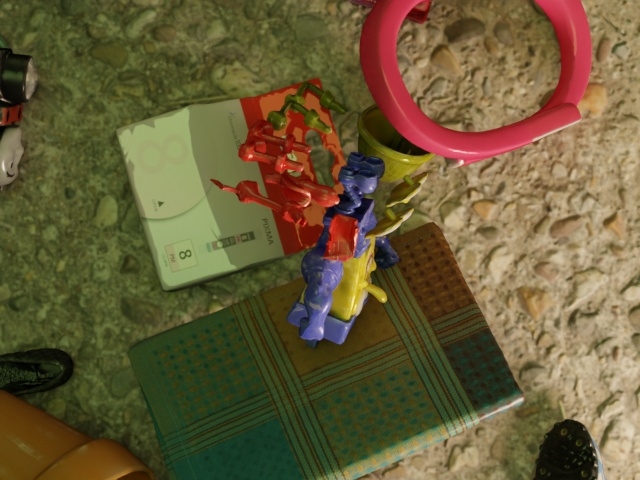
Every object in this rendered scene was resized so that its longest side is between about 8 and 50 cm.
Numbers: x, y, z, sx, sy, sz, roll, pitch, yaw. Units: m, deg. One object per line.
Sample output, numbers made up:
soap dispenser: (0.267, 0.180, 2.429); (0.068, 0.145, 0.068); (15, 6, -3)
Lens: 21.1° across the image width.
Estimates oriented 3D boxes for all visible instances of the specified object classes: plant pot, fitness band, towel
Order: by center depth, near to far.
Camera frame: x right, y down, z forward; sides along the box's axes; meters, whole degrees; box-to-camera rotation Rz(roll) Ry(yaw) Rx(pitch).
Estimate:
towel: (-0.001, 0.146, 1.810); (0.370, 0.040, 0.271); (-23, 49, -1)
plant pot: (-0.312, 0.264, 1.817); (0.188, 0.205, 0.205); (37, 88, 20)
fitness band: (0.172, -0.195, 1.821); (0.290, 0.054, 0.209); (-20, 88, -31)

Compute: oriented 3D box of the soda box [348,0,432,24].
soda box: (0.003, -0.322, 1.885); (0.263, 0.083, 0.092); (17, 87, 3)

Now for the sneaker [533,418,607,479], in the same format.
sneaker: (0.293, 0.310, 1.851); (0.085, 0.086, 0.237); (-22, 73, 28)

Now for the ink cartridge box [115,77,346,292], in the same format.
ink cartridge box: (-0.089, -0.065, 1.888); (0.232, 0.066, 0.189); (-17, 86, 5)

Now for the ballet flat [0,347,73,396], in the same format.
ballet flat: (-0.357, 0.150, 1.885); (0.173, 0.049, 0.057); (-15, 85, 1)

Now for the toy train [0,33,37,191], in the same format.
toy train: (-0.477, -0.150, 1.872); (0.333, 0.142, 0.190); (6, 99, 0)

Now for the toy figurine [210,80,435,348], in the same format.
toy figurine: (0.000, 0.000, 1.791); (0.191, 0.362, 0.217); (14, 114, 6)
